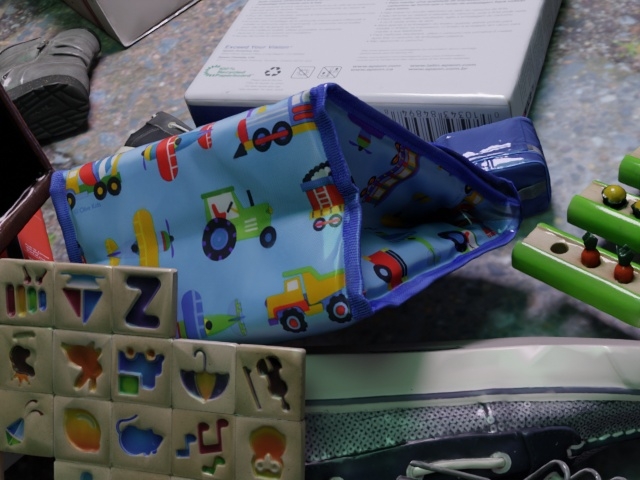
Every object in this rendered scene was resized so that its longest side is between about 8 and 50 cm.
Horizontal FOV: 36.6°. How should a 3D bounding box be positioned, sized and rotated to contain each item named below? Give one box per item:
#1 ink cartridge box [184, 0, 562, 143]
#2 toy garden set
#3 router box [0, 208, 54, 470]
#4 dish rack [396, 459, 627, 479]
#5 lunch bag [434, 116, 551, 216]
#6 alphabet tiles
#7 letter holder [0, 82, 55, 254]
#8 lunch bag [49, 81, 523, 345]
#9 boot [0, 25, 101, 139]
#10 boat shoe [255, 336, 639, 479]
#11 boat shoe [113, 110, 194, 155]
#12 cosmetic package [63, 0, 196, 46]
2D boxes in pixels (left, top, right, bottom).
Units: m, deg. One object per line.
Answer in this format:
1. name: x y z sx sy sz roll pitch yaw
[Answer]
1. ink cartridge box: 0.072 -0.223 0.990 0.324 0.071 0.330 4 47 24
2. toy garden set: 0.294 -0.022 0.691 0.244 0.049 0.204 -35 44 -29
3. router box: -0.355 0.102 0.759 0.335 0.082 0.301 -39 44 9
4. dish rack: 0.158 0.194 0.449 0.074 0.272 0.208 -53 33 31
5. lunch bag: 0.138 -0.051 0.798 0.098 0.067 0.065 -15 44 9
6. alphabet tiles: -0.121 0.113 0.567 0.237 0.009 0.198 2 94 19
7. letter holder: -0.375 -0.085 0.659 0.302 0.214 0.152 10 51 27
8. lunch bag: 0.000 0.000 0.689 0.221 0.293 0.138 -13 83 31
9. boot: -0.371 -0.166 1.109 0.247 0.083 0.161 -13 38 1
10. boat shoe: 0.101 0.143 0.611 0.341 0.127 0.158 -1 87 -4
11. boat shoe: -0.092 -0.071 0.894 0.233 0.084 0.079 18 59 36
12. cosmetic package: -0.293 -0.378 1.219 0.129 0.153 0.296 -39 45 -15
